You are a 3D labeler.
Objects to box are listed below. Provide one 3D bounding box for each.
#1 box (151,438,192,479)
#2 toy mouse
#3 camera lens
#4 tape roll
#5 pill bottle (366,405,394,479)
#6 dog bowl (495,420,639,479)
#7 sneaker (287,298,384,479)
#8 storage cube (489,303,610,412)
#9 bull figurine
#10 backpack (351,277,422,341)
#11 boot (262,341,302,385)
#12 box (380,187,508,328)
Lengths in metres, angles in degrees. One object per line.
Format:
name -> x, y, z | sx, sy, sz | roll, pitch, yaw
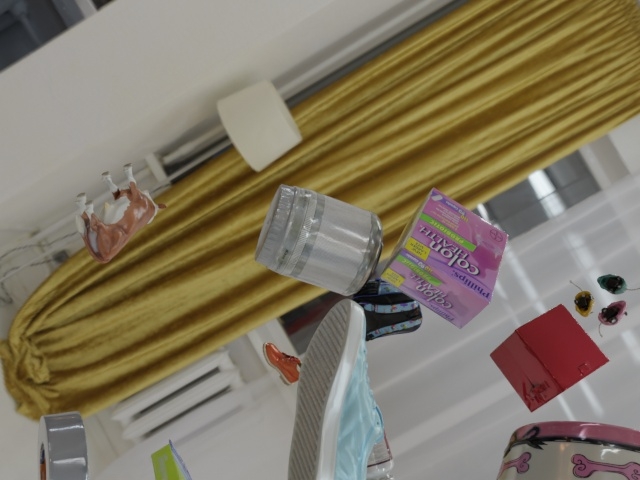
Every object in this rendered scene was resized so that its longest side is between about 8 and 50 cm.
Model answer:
box -> -0.235, 0.415, 0.911 | 0.109, 0.042, 0.178 | 67, -18, -11
toy mouse -> 0.604, 0.125, 1.143 | 0.031, 0.143, 0.161 | 36, 43, -25
camera lens -> 0.000, 0.000, 1.348 | 0.274, 0.219, 0.219 | 19, 13, -11
tape roll -> -0.540, 0.472, 1.147 | 0.072, 0.219, 0.219 | 2, 43, -32
pill bottle -> 0.128, 0.567, 1.487 | 0.121, 0.121, 0.221 | 50, 25, -72
dog bowl -> 0.559, 0.497, 1.119 | 0.408, 0.408, 0.150 | 56, 41, -46
sneaker -> 0.046, 0.295, 0.991 | 0.150, 0.365, 0.135 | 23, -20, -28
storage cube -> 0.624, 0.324, 1.519 | 0.193, 0.215, 0.183 | 57, -25, 26
bull figurine -> -0.520, -0.080, 1.438 | 0.310, 0.101, 0.188 | -73, 150, -52
backpack -> 0.182, 0.176, 1.468 | 0.117, 0.173, 0.158 | -72, 148, -58
boot -> -0.103, 0.353, 1.628 | 0.158, 0.085, 0.059 | 52, 27, -16
box -> 0.286, 0.034, 1.249 | 0.214, 0.117, 0.243 | 33, 46, 1
